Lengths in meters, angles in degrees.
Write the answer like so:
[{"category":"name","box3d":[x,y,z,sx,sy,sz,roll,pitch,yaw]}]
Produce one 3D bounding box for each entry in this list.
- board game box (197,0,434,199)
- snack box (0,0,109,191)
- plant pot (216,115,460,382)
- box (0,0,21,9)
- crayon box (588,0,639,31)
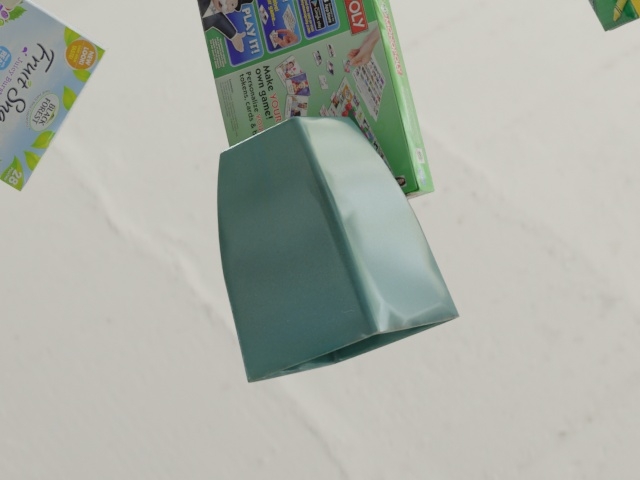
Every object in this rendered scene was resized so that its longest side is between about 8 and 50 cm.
[{"category":"board game box","box3d":[-0.013,-0.177,1.759,0.213,0.317,0.046,-16,172,26]},{"category":"snack box","box3d":[-0.386,-0.193,1.979,0.207,0.174,0.070,-57,-171,7]},{"category":"plant pot","box3d":[0.000,0.000,1.626,0.165,0.234,0.165,-23,171,33]},{"category":"box","box3d":[-0.242,-0.380,1.561,0.311,0.148,0.121,-32,-153,31]},{"category":"crayon box","box3d":[0.366,-0.343,1.576,0.278,0.165,0.081,-29,-176,-12]}]
